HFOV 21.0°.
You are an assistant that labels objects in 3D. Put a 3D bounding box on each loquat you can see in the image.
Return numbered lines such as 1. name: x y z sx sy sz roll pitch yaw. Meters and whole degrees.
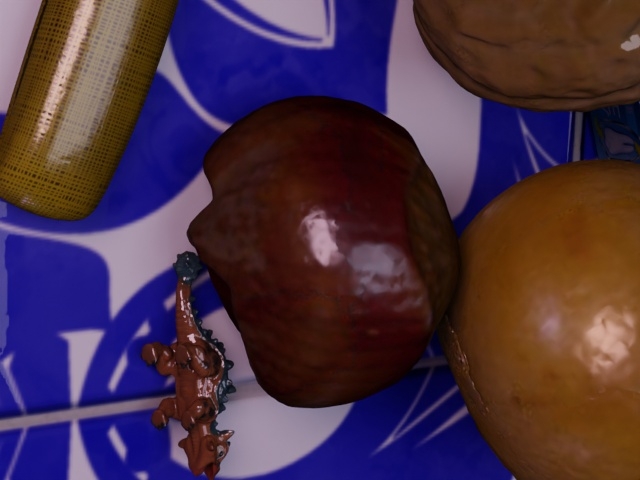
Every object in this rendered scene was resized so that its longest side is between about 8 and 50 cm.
1. loquat: 0.202 0.072 1.207 0.263 0.263 0.263 -8 104 -34

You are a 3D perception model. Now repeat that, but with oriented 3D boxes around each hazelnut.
1. hazelnut: 0.006 0.001 1.134 0.170 0.160 0.202 25 45 -53

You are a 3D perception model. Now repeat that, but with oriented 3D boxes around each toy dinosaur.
1. toy dinosaur: -0.083 0.084 1.137 0.055 0.049 0.154 -7 94 -45

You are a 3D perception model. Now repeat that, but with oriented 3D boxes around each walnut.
1. walnut: 0.181 -0.202 1.137 0.257 0.257 0.225 -4 78 -35

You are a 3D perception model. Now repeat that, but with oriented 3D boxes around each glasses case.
1. glasses case: -0.134 -0.126 1.050 0.079 0.064 0.234 19 89 -30

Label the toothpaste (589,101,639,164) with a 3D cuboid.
1. toothpaste: 0.266 -0.055 1.351 0.076 0.066 0.320 -28 114 -28
